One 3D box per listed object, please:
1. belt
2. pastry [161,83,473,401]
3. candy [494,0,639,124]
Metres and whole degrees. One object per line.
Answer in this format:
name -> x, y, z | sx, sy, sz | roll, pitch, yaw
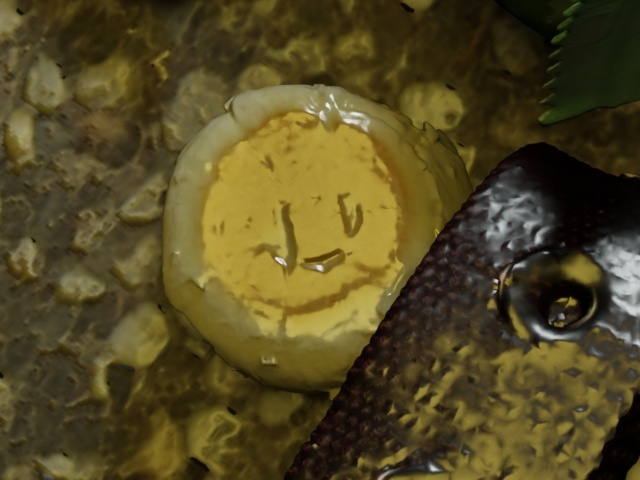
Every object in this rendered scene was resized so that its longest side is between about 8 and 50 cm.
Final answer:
belt -> 0.089, 0.107, 0.859 | 0.164, 0.184, 0.289 | 28, 80, 21
pastry -> 0.000, 0.000, 0.950 | 0.166, 0.088, 0.166 | -1, 78, 5
candy -> 0.101, -0.270, 0.922 | 0.172, 0.263, 0.398 | -20, 74, -6
